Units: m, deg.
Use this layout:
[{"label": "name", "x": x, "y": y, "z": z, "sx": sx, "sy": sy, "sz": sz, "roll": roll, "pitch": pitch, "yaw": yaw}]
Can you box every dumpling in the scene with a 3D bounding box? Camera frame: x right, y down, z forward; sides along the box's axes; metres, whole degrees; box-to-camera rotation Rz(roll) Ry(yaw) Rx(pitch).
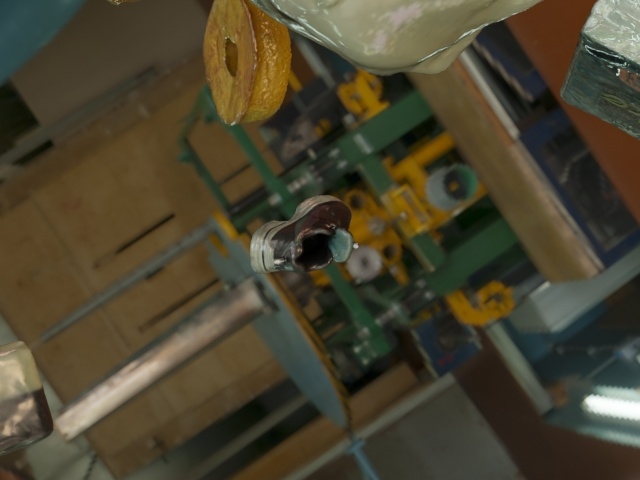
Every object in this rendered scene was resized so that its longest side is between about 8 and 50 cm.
[{"label": "dumpling", "x": 0.042, "y": -0.249, "z": 0.831, "sx": 0.243, "sy": 0.187, "sz": 0.318, "roll": -23, "pitch": 119, "yaw": 36}]

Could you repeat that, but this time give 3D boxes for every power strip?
[{"label": "power strip", "x": -0.264, "y": 0.117, "z": 0.798, "sx": 0.257, "sy": 0.105, "sz": 0.070, "roll": -15, "pitch": 94, "yaw": 57}]

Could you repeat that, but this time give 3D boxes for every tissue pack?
[{"label": "tissue pack", "x": 0.410, "y": -0.188, "z": 1.428, "sx": 0.228, "sy": 0.103, "sz": 0.316, "roll": 30, "pitch": 179, "yaw": 10}]

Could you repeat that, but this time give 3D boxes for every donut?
[{"label": "donut", "x": -0.079, "y": -0.201, "z": 1.327, "sx": 0.152, "sy": 0.058, "sz": 0.151, "roll": 179, "pitch": 90, "yaw": -65}]

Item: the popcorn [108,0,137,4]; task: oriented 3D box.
[{"label": "popcorn", "x": -0.136, "y": -0.390, "z": 1.360, "sx": 0.225, "sy": 0.332, "sz": 0.265, "roll": 59, "pitch": 166, "yaw": -24}]

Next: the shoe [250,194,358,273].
[{"label": "shoe", "x": 0.000, "y": 0.000, "z": 1.450, "sx": 0.099, "sy": 0.169, "sz": 0.071, "roll": 13, "pitch": 117, "yaw": 38}]
